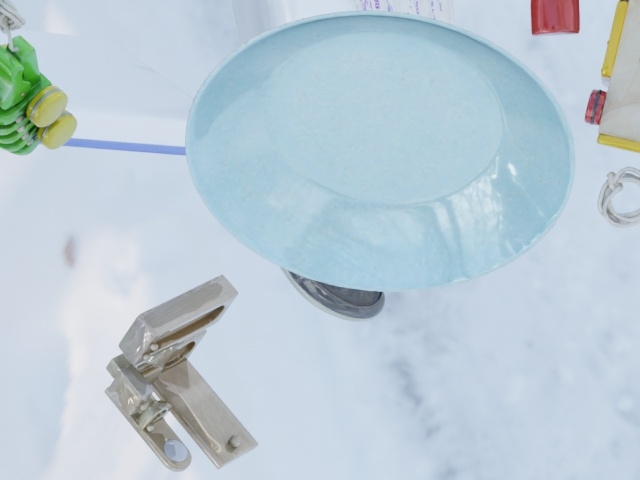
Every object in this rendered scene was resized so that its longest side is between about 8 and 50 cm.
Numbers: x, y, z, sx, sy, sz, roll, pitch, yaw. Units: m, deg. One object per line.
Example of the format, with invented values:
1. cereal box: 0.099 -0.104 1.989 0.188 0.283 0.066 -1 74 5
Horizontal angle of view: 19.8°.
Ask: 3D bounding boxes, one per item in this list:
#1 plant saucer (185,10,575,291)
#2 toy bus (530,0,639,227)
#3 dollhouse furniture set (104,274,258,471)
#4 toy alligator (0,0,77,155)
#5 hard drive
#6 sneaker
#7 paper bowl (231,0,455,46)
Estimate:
1. plant saucer: 0.030 -0.051 0.917 0.195 0.195 0.037 -33 34 35
2. toy bus: 0.267 -0.135 1.413 0.202 0.104 0.191 -31 84 8
3. dollhouse furniture set: -0.112 0.134 1.698 0.123 0.144 0.151 49 132 14
4. toy alligator: -0.204 -0.098 1.202 0.056 0.190 0.051 42 77 16
5. hard drive: -0.270 -0.131 1.494 0.210 0.318 0.040 37 117 47
6. sneaker: 0.000 0.000 2.172 0.083 0.222 0.118 -46 -4 -31
7. paper bowl: 0.009 -0.214 1.618 0.284 0.148 0.284 170 90 -77
